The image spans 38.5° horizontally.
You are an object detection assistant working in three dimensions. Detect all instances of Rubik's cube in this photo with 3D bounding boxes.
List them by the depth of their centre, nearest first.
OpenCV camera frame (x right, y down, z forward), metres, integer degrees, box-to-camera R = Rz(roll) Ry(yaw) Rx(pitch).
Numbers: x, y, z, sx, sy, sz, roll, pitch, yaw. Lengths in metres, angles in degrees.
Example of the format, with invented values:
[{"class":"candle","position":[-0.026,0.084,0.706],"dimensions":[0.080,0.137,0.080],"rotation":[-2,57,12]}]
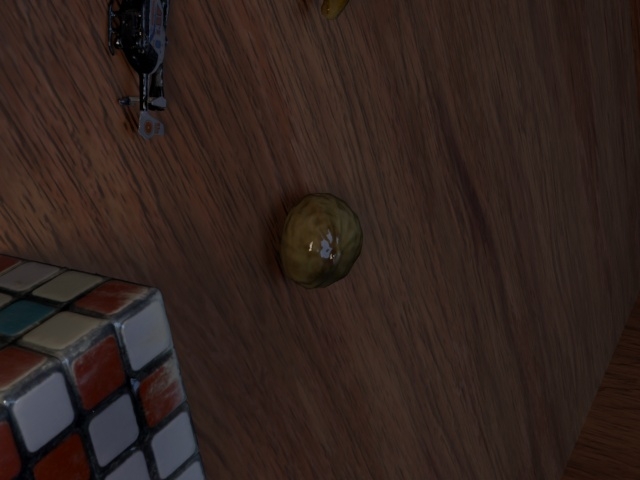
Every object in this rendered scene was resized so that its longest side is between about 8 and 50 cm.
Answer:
[{"class":"Rubik's cube","position":[-0.290,0.186,0.848],"dimensions":[0.253,0.258,0.256],"rotation":[-36,127,-45]}]

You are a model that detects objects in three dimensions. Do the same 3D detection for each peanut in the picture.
[{"class":"peanut","position":[0.000,0.000,1.373],"dimensions":[0.159,0.109,0.141],"rotation":[-15,122,-66]}]

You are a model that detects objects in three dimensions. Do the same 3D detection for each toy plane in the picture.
[{"class":"toy plane","position":[-0.201,-0.216,1.059],"dimensions":[0.078,0.053,0.197],"rotation":[-14,106,-64]}]

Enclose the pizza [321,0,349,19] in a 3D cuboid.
[{"class":"pizza","position":[0.021,-0.437,1.285],"dimensions":[0.058,0.127,0.247],"rotation":[1,107,-34]}]
